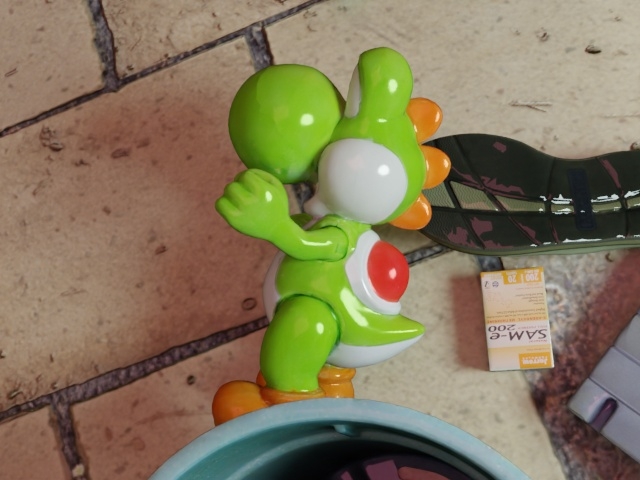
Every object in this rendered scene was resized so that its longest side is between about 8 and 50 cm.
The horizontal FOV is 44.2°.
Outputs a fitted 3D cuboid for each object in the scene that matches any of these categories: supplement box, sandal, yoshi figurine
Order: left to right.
[{"bbox_3d":[-0.023,-0.008,0.734,0.203,0.203,0.362,28,106,58],"label":"yoshi figurine"},{"bbox_3d":[0.193,0.079,0.775,0.062,0.036,0.098,-7,77,13],"label":"supplement box"},{"bbox_3d":[0.222,-0.031,0.773,0.303,0.086,0.120,5,73,-1],"label":"sandal"}]

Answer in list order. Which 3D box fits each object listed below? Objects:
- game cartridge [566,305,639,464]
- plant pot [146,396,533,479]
[{"bbox_3d":[0.415,0.157,0.640,0.355,0.068,0.230,39,91,35],"label":"game cartridge"},{"bbox_3d":[0.042,0.298,0.609,0.341,0.334,0.341,-3,77,12],"label":"plant pot"}]
